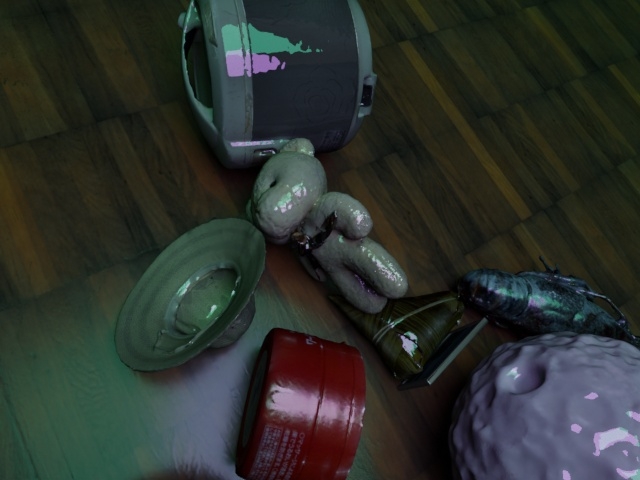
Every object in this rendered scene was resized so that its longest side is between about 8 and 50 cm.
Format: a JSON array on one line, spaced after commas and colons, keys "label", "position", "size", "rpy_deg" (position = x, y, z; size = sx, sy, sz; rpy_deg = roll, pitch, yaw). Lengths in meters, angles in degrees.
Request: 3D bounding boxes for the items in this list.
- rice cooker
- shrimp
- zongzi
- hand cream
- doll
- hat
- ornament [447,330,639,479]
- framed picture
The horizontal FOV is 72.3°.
[{"label": "rice cooker", "position": [-0.081, -0.268, 0.712], "size": [0.276, 0.288, 0.289], "rpy_deg": [-10, 72, -20]}, {"label": "shrimp", "position": [0.425, 0.110, 0.778], "size": [0.371, 0.137, 0.172], "rpy_deg": [17, 81, -8]}, {"label": "zongzi", "position": [0.136, 0.106, 0.736], "size": [0.184, 0.084, 0.187], "rpy_deg": [43, 55, 15]}, {"label": "hand cream", "position": [-0.030, 0.217, 0.571], "size": [0.125, 0.193, 0.193], "rpy_deg": [16, 64, -11]}, {"label": "doll", "position": [0.001, -0.002, 0.634], "size": [0.278, 0.175, 0.149], "rpy_deg": [43, 26, 7]}, {"label": "hat", "position": [-0.155, 0.092, 0.622], "size": [0.110, 0.251, 0.252], "rpy_deg": [54, 54, -38]}, {"label": "ornament", "position": [0.331, 0.294, 0.567], "size": [0.336, 0.337, 0.338], "rpy_deg": [6, 66, -15]}, {"label": "framed picture", "position": [0.193, 0.182, 0.697], "size": [0.149, 0.109, 0.011], "rpy_deg": [-36, 79, -26]}]
